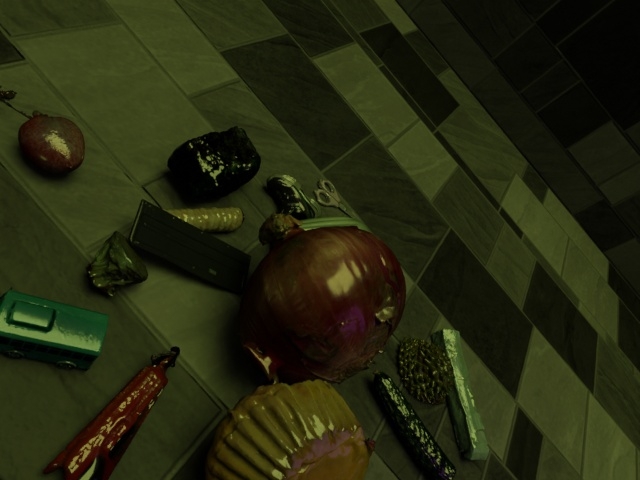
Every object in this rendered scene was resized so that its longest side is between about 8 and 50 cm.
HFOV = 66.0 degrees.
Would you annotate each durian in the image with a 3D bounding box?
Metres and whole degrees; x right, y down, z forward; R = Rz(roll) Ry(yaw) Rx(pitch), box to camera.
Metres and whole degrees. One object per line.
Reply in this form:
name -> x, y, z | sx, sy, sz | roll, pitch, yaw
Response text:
durian -> 0.269, 0.316, 1.227 | 0.119, 0.108, 0.187 | 0, 62, -43

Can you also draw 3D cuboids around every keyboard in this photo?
keyboard -> -0.211, 0.039, 1.017 | 0.381, 0.041, 0.103 | 29, 57, -34

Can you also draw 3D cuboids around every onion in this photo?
onion -> -0.001, 0.130, 0.941 | 0.353, 0.353, 0.354 | 23, 48, -29

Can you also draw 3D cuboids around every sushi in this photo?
sushi -> -0.228, -0.168, 1.109 | 0.127, 0.124, 0.225 | 54, 35, 1

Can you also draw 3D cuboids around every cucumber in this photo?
cucumber -> 0.202, 0.422, 1.126 | 0.293, 0.067, 0.067 | 55, 41, 5

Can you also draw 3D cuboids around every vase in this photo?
vase -> 0.000, 0.000, 1.203 | 0.248, 0.128, 0.128 | 2, 60, -31

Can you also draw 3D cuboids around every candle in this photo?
candle -> -0.307, 0.280, 0.768 | 0.084, 0.059, 0.302 | 53, 41, -17

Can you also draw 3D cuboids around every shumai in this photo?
shumai -> -0.366, 0.047, 0.873 | 0.087, 0.124, 0.099 | -35, 111, -11

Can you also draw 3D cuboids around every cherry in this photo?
cherry -> -0.515, -0.212, 0.913 | 0.107, 0.090, 0.225 | -26, 72, -37

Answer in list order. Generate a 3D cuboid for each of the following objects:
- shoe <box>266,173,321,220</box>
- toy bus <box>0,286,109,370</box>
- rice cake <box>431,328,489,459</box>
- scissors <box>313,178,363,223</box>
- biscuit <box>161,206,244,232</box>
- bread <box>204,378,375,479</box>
shoe -> -0.076, -0.088, 1.236 | 0.169, 0.071, 0.099 | 42, 44, -17
toy bus -> -0.415, 0.136, 0.745 | 0.160, 0.092, 0.079 | 23, 47, -29
rice cake -> 0.365, 0.398, 1.295 | 0.066, 0.063, 0.336 | 9, 57, -28
scissors -> 0.059, -0.097, 1.406 | 0.189, 0.015, 0.100 | 40, 44, -17
biscuit -> -0.257, -0.041, 1.045 | 0.219, 0.061, 0.055 | -3, 42, -46
bread -> -0.050, 0.359, 0.808 | 0.274, 0.274, 0.149 | 12, 11, -37
